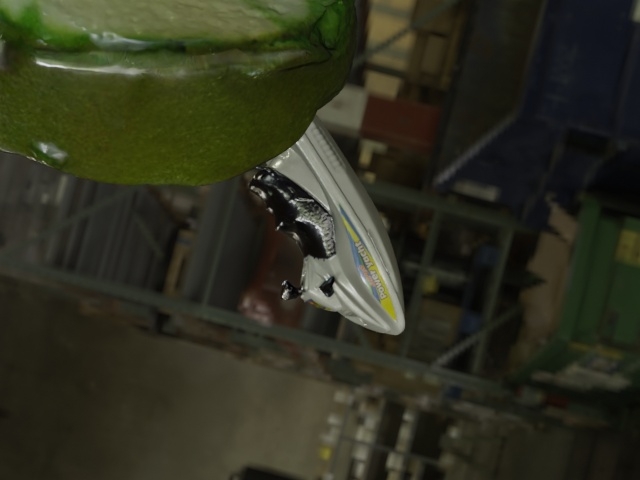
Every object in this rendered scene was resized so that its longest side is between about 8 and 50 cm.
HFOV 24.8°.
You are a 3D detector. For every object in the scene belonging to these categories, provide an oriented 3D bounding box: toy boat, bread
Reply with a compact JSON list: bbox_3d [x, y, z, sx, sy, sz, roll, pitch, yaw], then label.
[{"bbox_3d":[0.003,-0.007,1.659,0.141,0.141,0.269,80,172,-83],"label":"toy boat"},{"bbox_3d":[-0.160,-0.197,1.123,0.382,0.366,0.129,52,142,35],"label":"bread"}]
